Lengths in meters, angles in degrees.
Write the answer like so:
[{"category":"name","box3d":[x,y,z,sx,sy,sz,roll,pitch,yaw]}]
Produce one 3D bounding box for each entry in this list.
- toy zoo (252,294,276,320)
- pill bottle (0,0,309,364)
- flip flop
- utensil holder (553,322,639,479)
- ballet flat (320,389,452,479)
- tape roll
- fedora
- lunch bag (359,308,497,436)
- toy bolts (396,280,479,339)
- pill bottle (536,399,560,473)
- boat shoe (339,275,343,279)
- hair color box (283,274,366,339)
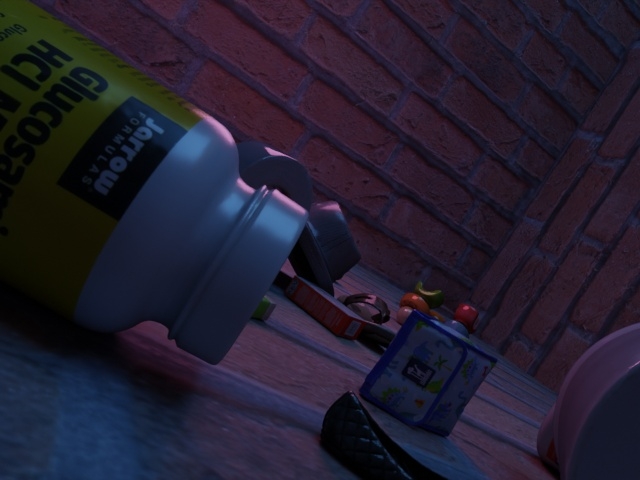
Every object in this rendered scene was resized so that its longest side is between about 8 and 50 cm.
[{"category":"toy zoo","box3d":[-0.201,0.018,0.701,0.192,0.030,0.293,34,4,31]},{"category":"pill bottle","box3d":[-0.186,-0.050,0.433,0.334,0.187,0.188,31,3,-6]},{"category":"flip flop","box3d":[0.096,0.146,1.170,0.112,0.080,0.277,32,3,-9]},{"category":"utensil holder","box3d":[0.417,0.242,0.591,0.328,0.327,0.385,33,5,23]},{"category":"ballet flat","box3d":[0.078,0.193,0.483,0.173,0.049,0.057,32,4,7]},{"category":"tape roll","box3d":[-0.117,-0.057,0.988,0.072,0.219,0.219,35,4,37]},{"category":"fedora","box3d":[0.000,0.000,1.195,0.243,0.124,0.275,64,-11,-2]},{"category":"lunch bag","box3d":[0.136,0.168,0.743,0.151,0.128,0.096,31,2,-33]},{"category":"toy bolts","box3d":[0.347,0.270,1.744,0.229,0.158,0.218,22,-44,36]},{"category":"pill bottle","box3d":[0.527,0.371,0.908,0.323,0.181,0.181,35,4,41]},{"category":"boat shoe","box3d":[-0.055,0.027,1.795,0.320,0.116,0.099,26,-43,22]},{"category":"hair color box","box3d":[0.008,0.121,1.033,0.141,0.043,0.072,35,3,34]}]
